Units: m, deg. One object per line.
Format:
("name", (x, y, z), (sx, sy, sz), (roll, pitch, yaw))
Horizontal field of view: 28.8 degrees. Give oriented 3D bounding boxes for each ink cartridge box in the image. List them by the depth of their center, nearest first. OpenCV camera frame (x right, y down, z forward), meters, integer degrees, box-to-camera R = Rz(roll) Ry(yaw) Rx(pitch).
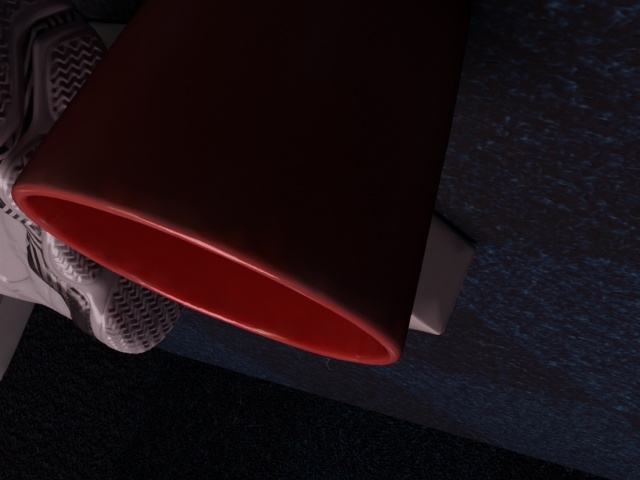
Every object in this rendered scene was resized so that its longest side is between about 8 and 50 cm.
("ink cartridge box", (0.000, 0.000, 1.391), (0.273, 0.114, 0.198), (9, 161, 46))

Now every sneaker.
("sneaker", (-0.255, -0.065, 1.003), (0.210, 0.137, 0.365), (13, 140, 34))

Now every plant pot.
("plant pot", (-0.031, -0.078, 0.841), (0.275, 0.243, 0.275), (21, 167, 5))

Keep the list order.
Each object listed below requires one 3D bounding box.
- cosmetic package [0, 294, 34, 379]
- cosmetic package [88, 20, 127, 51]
("cosmetic package", (-0.571, -0.057, 1.567), (0.394, 0.327, 0.329), (17, 167, 16))
("cosmetic package", (-0.224, -0.108, 1.258), (0.385, 0.156, 0.217), (14, 164, 38))
